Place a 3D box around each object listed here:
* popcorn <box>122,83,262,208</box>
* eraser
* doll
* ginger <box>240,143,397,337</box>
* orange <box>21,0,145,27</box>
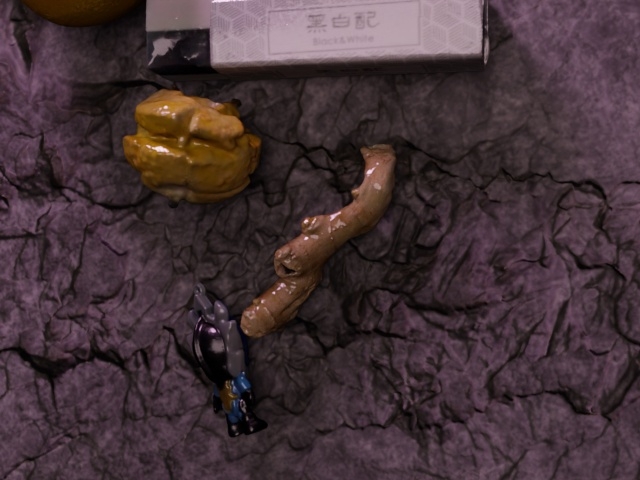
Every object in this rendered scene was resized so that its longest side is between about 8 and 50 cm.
[{"bbox_3d":[-0.156,-0.114,1.182,0.148,0.167,0.152,-11,62,39],"label":"popcorn"},{"bbox_3d":[-0.004,-0.248,1.172,0.404,0.098,0.096,-1,89,12],"label":"eraser"},{"bbox_3d":[-0.121,0.146,1.206,0.096,0.070,0.195,-21,88,46],"label":"doll"},{"bbox_3d":[0.000,0.000,1.183,0.288,0.089,0.075,-53,35,5],"label":"ginger"},{"bbox_3d":[-0.282,-0.370,1.173,0.236,0.236,0.236,0,89,12],"label":"orange"}]
